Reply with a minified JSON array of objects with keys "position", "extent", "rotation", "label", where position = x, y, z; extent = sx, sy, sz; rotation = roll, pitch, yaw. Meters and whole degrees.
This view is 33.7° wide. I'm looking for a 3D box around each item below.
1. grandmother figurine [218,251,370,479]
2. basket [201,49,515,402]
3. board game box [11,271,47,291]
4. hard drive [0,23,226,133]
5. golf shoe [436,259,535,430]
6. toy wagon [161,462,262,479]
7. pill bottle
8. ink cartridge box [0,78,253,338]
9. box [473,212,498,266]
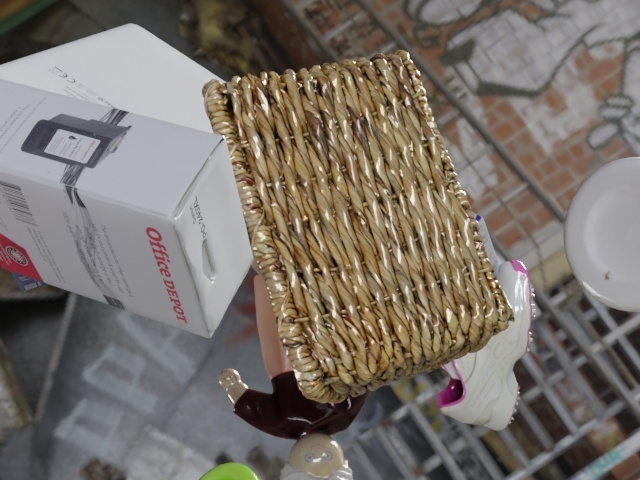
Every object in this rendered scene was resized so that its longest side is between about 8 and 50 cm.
[{"position":[-0.025,0.174,1.345],"extent":[0.208,0.342,0.104],"rotation":[-12,-24,5],"label":"grandmother figurine"},{"position":[0.000,0.000,1.003],"extent":[0.223,0.299,0.213],"rotation":[-15,-12,-26],"label":"basket"},{"position":[-0.284,-0.043,0.954],"extent":[0.035,0.136,0.201],"rotation":[-17,-12,-12],"label":"board game box"},{"position":[-0.218,-0.156,1.192],"extent":[0.040,0.203,0.307],"rotation":[-60,-8,28],"label":"hard drive"},{"position":[0.283,0.180,1.821],"extent":[0.140,0.306,0.115],"rotation":[7,11,-8],"label":"golf shoe"},{"position":[0.006,0.251,0.748],"extent":[0.344,0.267,0.068],"rotation":[7,57,38],"label":"toy wagon"},{"position":[0.309,-0.003,0.882],"extent":[0.221,0.121,0.121],"rotation":[1,-32,-46],"label":"pill bottle"},{"position":[-0.120,-0.018,0.591],"extent":[0.109,0.150,0.063],"rotation":[81,-150,-51],"label":"ink cartridge box"},{"position":[0.208,0.031,1.688],"extent":[0.126,0.072,0.137],"rotation":[-49,-36,-15],"label":"box"}]
